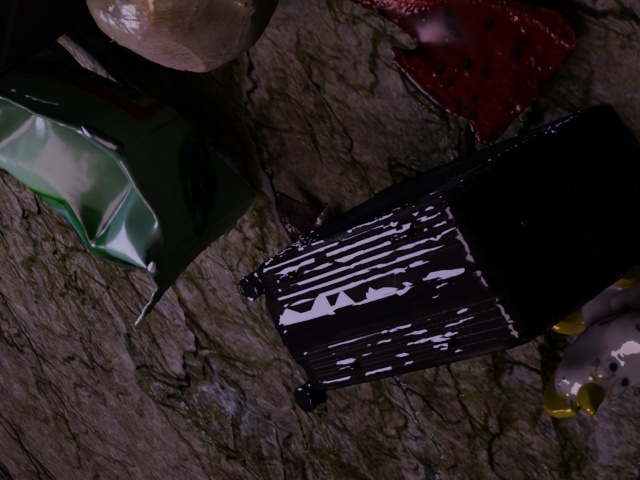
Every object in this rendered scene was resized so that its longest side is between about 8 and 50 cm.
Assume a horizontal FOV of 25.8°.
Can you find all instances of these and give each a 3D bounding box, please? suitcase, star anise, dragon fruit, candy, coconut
[{"bbox_3d":[0.117,0.019,1.244,0.335,0.229,0.152,-21,99,54],"label":"suitcase"},{"bbox_3d":[0.009,0.007,1.517,0.129,0.056,0.124,25,143,27],"label":"star anise"},{"bbox_3d":[0.100,-0.167,1.154,0.192,0.122,0.092,27,-174,-8],"label":"dragon fruit"},{"bbox_3d":[-0.266,-0.113,1.508,0.398,0.263,0.172,38,115,7],"label":"candy"},{"bbox_3d":[-0.119,-0.246,1.260,0.194,0.194,0.194,29,145,23],"label":"coconut"}]

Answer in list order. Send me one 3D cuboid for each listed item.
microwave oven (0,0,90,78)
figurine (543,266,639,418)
[{"bbox_3d":[-0.316,-0.280,1.377,0.178,0.247,0.188,43,147,8],"label":"microwave oven"},{"bbox_3d":[0.259,0.095,1.242,0.129,0.178,0.109,-22,119,26],"label":"figurine"}]
